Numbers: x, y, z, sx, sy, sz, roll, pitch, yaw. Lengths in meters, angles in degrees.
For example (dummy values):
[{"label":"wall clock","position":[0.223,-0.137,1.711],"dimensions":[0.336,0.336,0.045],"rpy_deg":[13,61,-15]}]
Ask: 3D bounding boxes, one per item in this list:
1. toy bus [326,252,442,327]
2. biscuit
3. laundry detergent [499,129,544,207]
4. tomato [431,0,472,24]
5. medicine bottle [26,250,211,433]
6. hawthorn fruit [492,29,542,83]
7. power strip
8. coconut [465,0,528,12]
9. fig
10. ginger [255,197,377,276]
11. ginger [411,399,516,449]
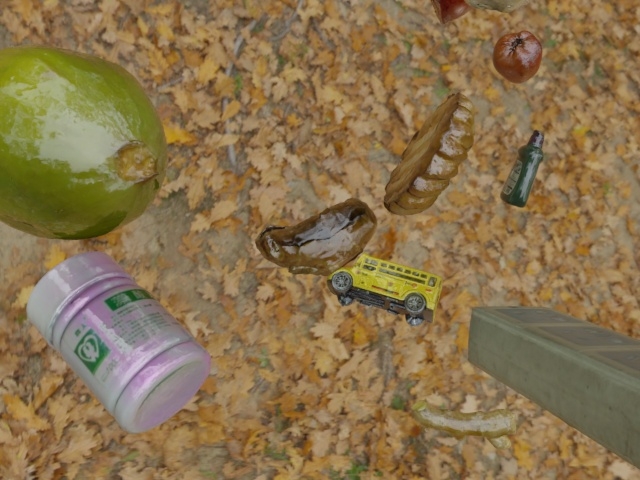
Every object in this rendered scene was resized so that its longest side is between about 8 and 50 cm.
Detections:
[{"label":"toy bus","position":[0.188,0.137,1.857],"dimensions":[0.331,0.144,0.152],"rpy_deg":[16,68,15]},{"label":"biscuit","position":[0.264,-0.193,1.488],"dimensions":[0.107,0.326,0.325],"rpy_deg":[30,60,-9]},{"label":"laundry detergent","position":[0.590,-0.212,1.811],"dimensions":[0.078,0.144,0.221],"rpy_deg":[15,106,2]},{"label":"tomato","position":[0.196,-0.398,0.912],"dimensions":[0.159,0.091,0.139],"rpy_deg":[-94,165,-59]},{"label":"medicine bottle","position":[-0.393,0.193,1.227],"dimensions":[0.325,0.212,0.212],"rpy_deg":[39,55,23]},{"label":"hawthorn fruit","position":[0.539,-0.498,1.707],"dimensions":[0.133,0.138,0.132],"rpy_deg":[-9,61,17]},{"label":"power strip","position":[0.180,0.088,0.399],"dimensions":[0.078,0.272,0.052],"rpy_deg":[2,97,-14]},{"label":"coconut","position":[0.199,-0.381,0.684],"dimensions":[0.224,0.224,0.234],"rpy_deg":[-43,100,-32]},{"label":"fig","position":[-0.406,-0.155,1.020],"dimensions":[0.344,0.343,0.343],"rpy_deg":[9,67,-23]},{"label":"ginger","position":[0.000,0.000,1.608],"dimensions":[0.322,0.165,0.172],"rpy_deg":[-17,58,-9]},{"label":"ginger","position":[0.388,0.491,1.704],"dimensions":[0.299,0.065,0.117],"rpy_deg":[13,98,-3]}]
